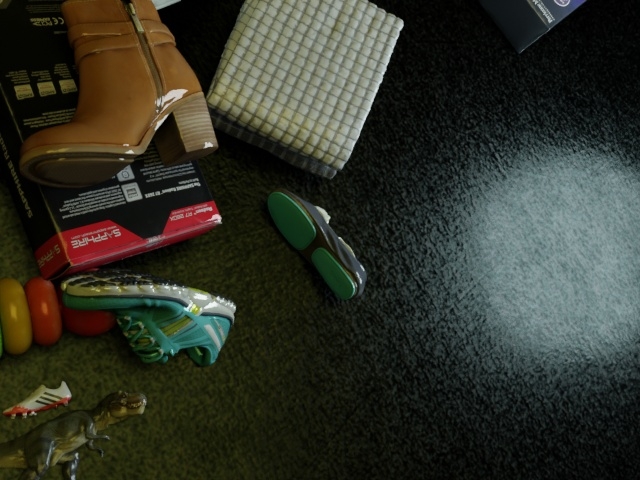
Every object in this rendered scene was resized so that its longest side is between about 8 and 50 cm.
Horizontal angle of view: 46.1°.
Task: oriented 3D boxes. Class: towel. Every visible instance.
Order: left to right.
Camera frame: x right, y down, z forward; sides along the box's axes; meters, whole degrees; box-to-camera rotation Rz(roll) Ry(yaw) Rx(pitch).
[{"bbox_3d":[-0.033,-0.262,1.154,0.235,0.121,0.283,24,71,-12],"label":"towel"}]

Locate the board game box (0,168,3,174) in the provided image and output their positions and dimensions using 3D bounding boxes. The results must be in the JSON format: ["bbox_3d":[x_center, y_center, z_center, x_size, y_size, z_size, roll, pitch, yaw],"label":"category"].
[{"bbox_3d":[-0.465,-0.204,1.003,0.165,0.042,0.243,-19,84,-16],"label":"board game box"}]

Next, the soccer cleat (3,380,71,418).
[{"bbox_3d":[-0.363,0.204,0.962,0.083,0.029,0.035,-11,72,-26],"label":"soccer cleat"}]

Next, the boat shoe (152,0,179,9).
[{"bbox_3d":[-0.183,-0.425,1.096,0.099,0.116,0.319,48,42,-2],"label":"boat shoe"}]

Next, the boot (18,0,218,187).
[{"bbox_3d":[-0.258,-0.188,0.890,0.284,0.109,0.220,-22,88,-45],"label":"boot"}]

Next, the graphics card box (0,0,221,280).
[{"bbox_3d":[-0.304,-0.153,0.977,0.233,0.094,0.370,-20,87,-42],"label":"graphics card box"}]

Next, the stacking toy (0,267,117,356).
[{"bbox_3d":[-0.404,0.102,0.920,0.331,0.141,0.141,-9,80,-27],"label":"stacking toy"}]

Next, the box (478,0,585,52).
[{"bbox_3d":[0.362,-0.506,1.372,0.184,0.103,0.261,-40,93,-22],"label":"box"}]

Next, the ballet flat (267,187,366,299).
[{"bbox_3d":[0.000,0.000,1.132,0.074,0.074,0.203,-37,85,-24],"label":"ballet flat"}]

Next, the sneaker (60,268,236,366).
[{"bbox_3d":[-0.207,0.102,0.952,0.275,0.107,0.109,26,77,-52],"label":"sneaker"}]

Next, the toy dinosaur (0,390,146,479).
[{"bbox_3d":[-0.340,0.275,0.935,0.268,0.064,0.118,-15,72,-22],"label":"toy dinosaur"}]
